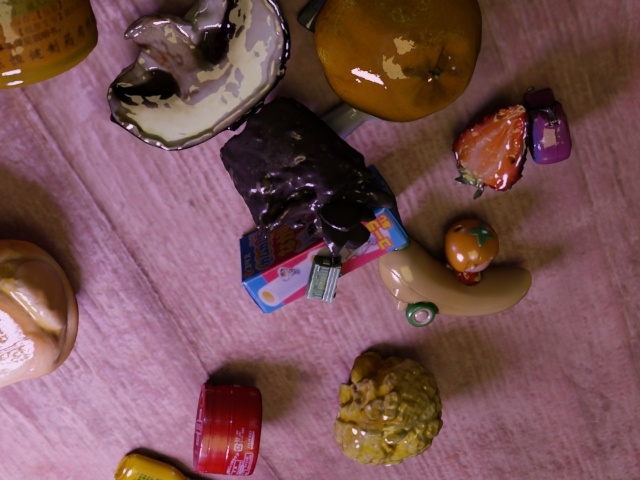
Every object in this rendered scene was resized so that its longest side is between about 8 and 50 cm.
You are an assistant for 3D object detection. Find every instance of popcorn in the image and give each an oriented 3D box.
[{"bbox_3d":[0.126,0.355,2.093,0.206,0.252,0.236,7,90,-39],"label":"popcorn"}]

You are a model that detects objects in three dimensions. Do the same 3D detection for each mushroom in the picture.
[{"bbox_3d":[-0.197,-0.301,1.638,0.248,0.130,0.344,34,113,-15],"label":"mushroom"}]

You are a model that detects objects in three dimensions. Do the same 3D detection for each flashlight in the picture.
[{"bbox_3d":[0.041,-0.215,1.771,0.200,0.047,0.093,-36,121,19],"label":"flashlight"}]

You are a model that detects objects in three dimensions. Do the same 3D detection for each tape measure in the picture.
[{"bbox_3d":[0.410,-0.201,1.788,0.074,0.118,0.125,-13,129,3],"label":"tape measure"}]

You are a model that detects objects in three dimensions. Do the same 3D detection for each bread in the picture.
[{"bbox_3d":[-0.598,0.119,1.824,0.270,0.211,0.315,-23,132,-1],"label":"bread"}]

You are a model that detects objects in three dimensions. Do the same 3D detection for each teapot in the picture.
[{"bbox_3d":[0.008,-0.400,1.645,0.043,0.042,0.110,29,112,-24],"label":"teapot"}]

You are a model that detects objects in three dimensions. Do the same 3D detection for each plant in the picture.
[{"bbox_3d":[-0.026,-0.095,1.670,0.276,0.199,0.188,46,109,8],"label":"plant"}]

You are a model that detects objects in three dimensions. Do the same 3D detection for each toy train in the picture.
[{"bbox_3d":[0.007,0.067,1.774,0.056,0.038,0.093,10,122,-6],"label":"toy train"}]

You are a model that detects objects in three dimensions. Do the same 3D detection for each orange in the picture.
[{"bbox_3d":[0.129,-0.322,1.591,0.279,0.235,0.279,-12,137,-11],"label":"orange"}]

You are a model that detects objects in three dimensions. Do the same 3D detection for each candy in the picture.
[{"bbox_3d":[-0.001,-0.001,1.843,0.306,0.157,0.100,-29,123,12],"label":"candy"}]

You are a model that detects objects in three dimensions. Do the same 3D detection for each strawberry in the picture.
[{"bbox_3d":[0.314,-0.170,1.813,0.141,0.085,0.192,2,121,16],"label":"strawberry"}]

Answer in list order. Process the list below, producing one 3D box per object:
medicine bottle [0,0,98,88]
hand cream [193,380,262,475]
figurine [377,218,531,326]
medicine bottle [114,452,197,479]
[{"bbox_3d":[-0.481,-0.435,1.442,0.225,0.224,0.384,-12,124,1],"label":"medicine bottle"},{"bbox_3d":[-0.195,0.393,2.068,0.126,0.193,0.193,8,123,-12],"label":"hand cream"},{"bbox_3d":[0.267,0.052,1.944,0.325,0.124,0.222,6,120,-15],"label":"figurine"},{"bbox_3d":[-0.330,0.550,2.231,0.261,0.064,0.095,26,119,-22],"label":"medicine bottle"}]
